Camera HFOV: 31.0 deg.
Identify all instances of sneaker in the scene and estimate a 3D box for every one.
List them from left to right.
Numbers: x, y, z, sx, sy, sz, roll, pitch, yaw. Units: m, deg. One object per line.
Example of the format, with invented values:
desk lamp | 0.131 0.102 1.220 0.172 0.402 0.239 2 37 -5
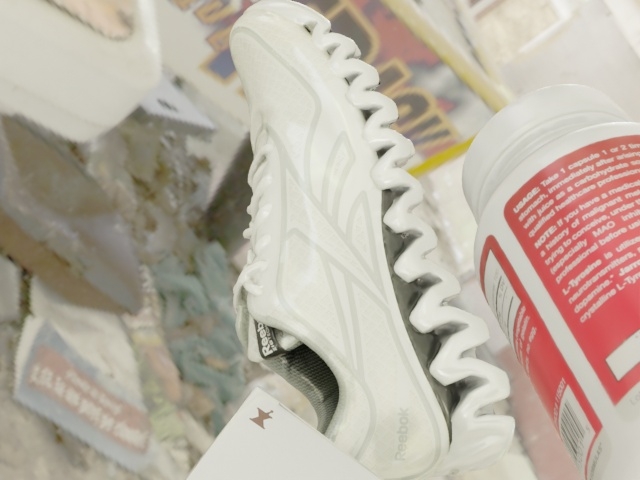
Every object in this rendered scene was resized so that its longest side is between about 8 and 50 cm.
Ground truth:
sneaker | 0.000 0.000 0.633 0.110 0.118 0.292 113 -43 -71

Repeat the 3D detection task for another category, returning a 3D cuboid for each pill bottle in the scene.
pill bottle | 0.267 0.047 0.971 0.229 0.229 0.407 38 20 -38

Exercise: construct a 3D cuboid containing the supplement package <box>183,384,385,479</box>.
supplement package | -0.050 0.209 0.564 0.139 0.244 0.134 35 46 4
